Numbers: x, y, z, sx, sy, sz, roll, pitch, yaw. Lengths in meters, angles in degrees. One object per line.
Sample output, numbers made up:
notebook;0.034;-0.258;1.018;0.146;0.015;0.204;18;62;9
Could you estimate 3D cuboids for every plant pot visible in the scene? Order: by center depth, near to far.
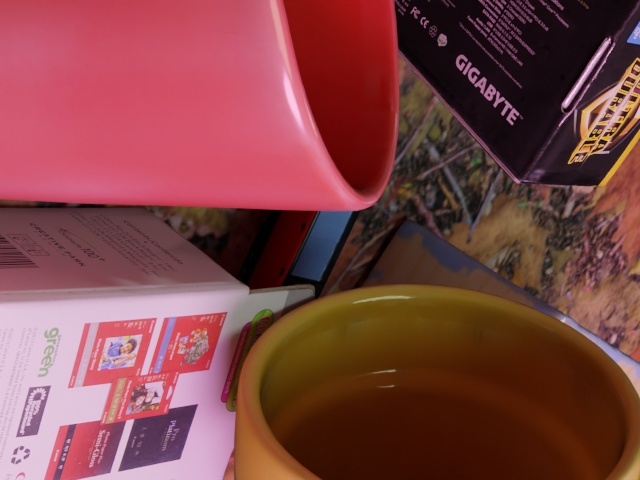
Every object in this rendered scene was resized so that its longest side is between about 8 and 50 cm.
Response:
plant pot;-0.107;-0.134;0.710;0.243;0.275;0.275;-7;134;13
plant pot;0.065;0.192;0.947;0.254;0.254;0.239;-19;129;-34

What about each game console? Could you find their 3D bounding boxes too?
game console;0.000;0.000;1.062;0.124;0.085;0.144;14;106;-47

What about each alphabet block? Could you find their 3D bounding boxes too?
alphabet block;0.124;0.129;1.187;0.193;0.192;0.197;30;93;-47

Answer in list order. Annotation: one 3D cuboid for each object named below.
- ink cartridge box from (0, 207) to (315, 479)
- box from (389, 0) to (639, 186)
ink cartridge box;-0.174;0.142;0.958;0.272;0.130;0.309;0;116;-46
box;0.104;-0.225;0.794;0.079;0.322;0.257;1;130;-43
